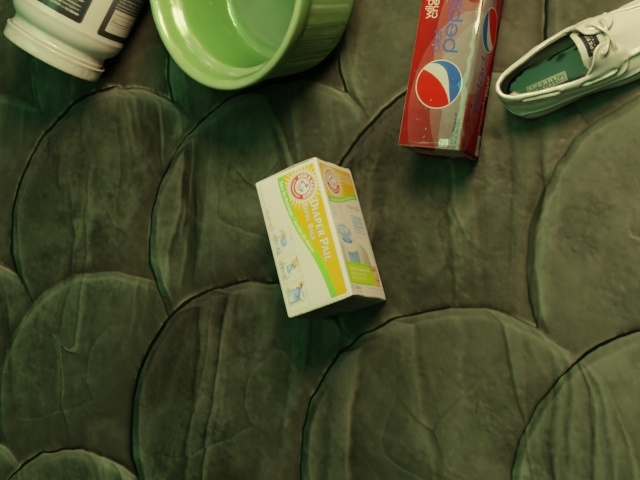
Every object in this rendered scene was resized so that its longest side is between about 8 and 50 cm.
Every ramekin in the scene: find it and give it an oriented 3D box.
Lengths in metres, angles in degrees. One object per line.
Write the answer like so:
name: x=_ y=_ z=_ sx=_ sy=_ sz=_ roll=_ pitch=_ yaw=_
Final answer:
ramekin: x=-0.094 y=-0.372 z=1.330 sx=0.303 sy=0.148 sz=0.303 roll=12 pitch=108 yaw=38

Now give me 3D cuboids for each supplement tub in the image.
supplement tub: x=-0.378 y=-0.418 z=1.509 sx=0.191 sy=0.191 sz=0.272 roll=36 pitch=101 yaw=27

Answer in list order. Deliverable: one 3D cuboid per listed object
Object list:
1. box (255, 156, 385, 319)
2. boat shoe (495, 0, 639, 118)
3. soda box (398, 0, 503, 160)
box: x=0.000 y=0.000 z=1.303 sx=0.103 sy=0.114 sz=0.203 roll=-21 pitch=74 yaw=25
boat shoe: x=0.341 y=-0.231 z=1.156 sx=0.258 sy=0.084 sz=0.095 roll=-31 pitch=71 yaw=23
soda box: x=0.179 y=-0.245 z=1.247 sx=0.092 sy=0.083 sz=0.263 roll=9 pitch=89 yaw=28
